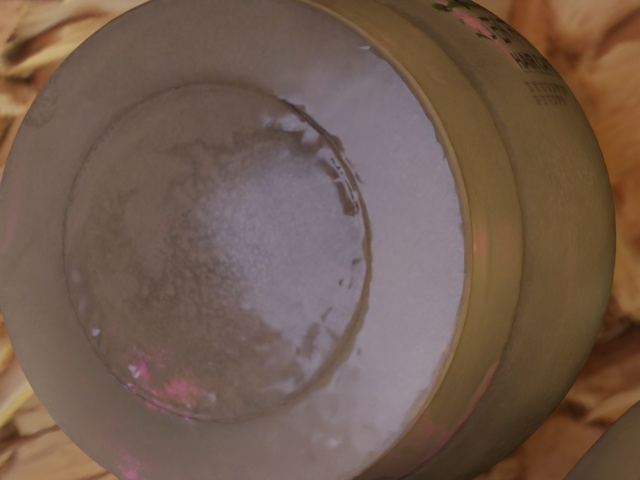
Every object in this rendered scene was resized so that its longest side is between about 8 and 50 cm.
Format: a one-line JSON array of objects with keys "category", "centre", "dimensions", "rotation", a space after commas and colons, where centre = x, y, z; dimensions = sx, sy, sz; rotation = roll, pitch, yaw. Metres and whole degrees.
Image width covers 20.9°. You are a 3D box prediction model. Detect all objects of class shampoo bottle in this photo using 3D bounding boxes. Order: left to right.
[{"category": "shampoo bottle", "centre": [0.000, 0.000, 0.848], "dimensions": [0.273, 0.266, 0.273], "rotation": [0, 90, 21]}]

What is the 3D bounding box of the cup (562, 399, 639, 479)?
[{"category": "cup", "centre": [0.074, 0.217, 0.784], "dimensions": [0.237, 0.327, 0.323], "rotation": [34, 100, 18]}]
